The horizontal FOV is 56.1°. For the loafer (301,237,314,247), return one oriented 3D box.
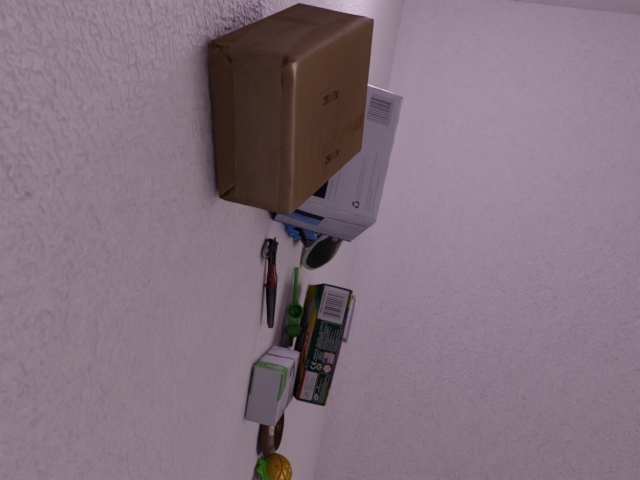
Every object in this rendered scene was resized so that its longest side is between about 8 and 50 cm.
[{"bbox_3d":[-0.020,-0.070,1.981,0.109,0.095,0.302,-50,-178,29],"label":"loafer"}]

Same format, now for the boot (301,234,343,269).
[{"bbox_3d":[0.000,0.000,2.133,0.244,0.088,0.176,-50,-157,-14],"label":"boot"}]

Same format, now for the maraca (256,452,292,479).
[{"bbox_3d":[-0.156,0.760,1.965,0.186,0.099,0.127,28,40,-62],"label":"maraca"}]

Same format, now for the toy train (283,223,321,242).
[{"bbox_3d":[-0.044,-0.047,1.737,0.184,0.105,0.080,72,29,-70],"label":"toy train"}]

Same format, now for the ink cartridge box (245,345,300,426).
[{"bbox_3d":[-0.133,0.412,1.733,0.219,0.093,0.160,-27,127,-78],"label":"ink cartridge box"}]

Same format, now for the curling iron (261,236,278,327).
[{"bbox_3d":[-0.135,0.115,1.585,0.068,0.035,0.273,-56,154,-58],"label":"curling iron"}]

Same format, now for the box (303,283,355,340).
[{"bbox_3d":[0.030,0.278,2.289,0.119,0.181,0.181,73,29,-69],"label":"box"}]

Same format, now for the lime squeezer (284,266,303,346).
[{"bbox_3d":[-0.081,0.247,1.982,0.110,0.059,0.310,-61,158,-63],"label":"lime squeezer"}]

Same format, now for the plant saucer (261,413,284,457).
[{"bbox_3d":[-0.149,0.602,1.949,0.198,0.036,0.198,2,90,-81],"label":"plant saucer"}]

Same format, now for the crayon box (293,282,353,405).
[{"bbox_3d":[-0.013,0.328,1.967,0.313,0.106,0.362,152,-47,-78],"label":"crayon box"}]

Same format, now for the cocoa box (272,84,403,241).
[{"bbox_3d":[0.037,-0.204,1.523,0.228,0.232,0.346,134,-30,-71],"label":"cocoa box"}]

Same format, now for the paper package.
[{"bbox_3d":[-0.049,-0.252,1.123,0.325,0.168,0.309,-49,150,-47],"label":"paper package"}]
